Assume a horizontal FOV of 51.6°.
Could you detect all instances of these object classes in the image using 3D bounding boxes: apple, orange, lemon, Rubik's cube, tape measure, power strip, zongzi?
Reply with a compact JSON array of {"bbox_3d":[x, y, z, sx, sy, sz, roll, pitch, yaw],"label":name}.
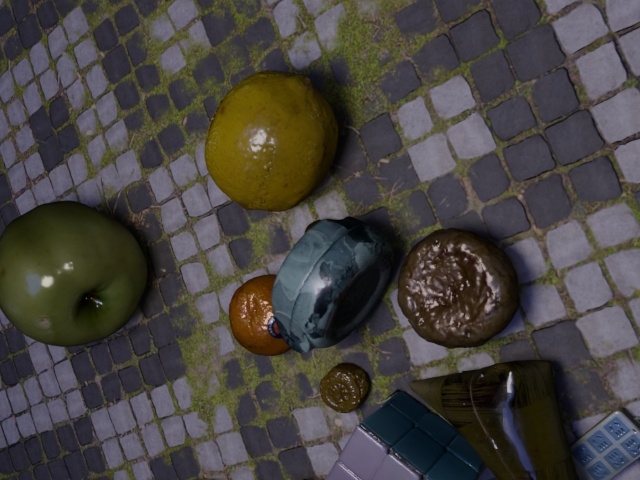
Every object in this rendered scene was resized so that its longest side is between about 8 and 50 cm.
[{"bbox_3d":[-0.610,0.077,1.600,0.357,0.357,0.357,3,97,30],"label":"apple"},{"bbox_3d":[-0.110,0.160,1.424,0.177,0.155,0.178,1,93,22],"label":"orange"},{"bbox_3d":[-0.094,-0.198,1.317,0.258,0.258,0.310,41,126,20],"label":"lemon"},{"bbox_3d":[0.153,0.461,1.259,0.224,0.231,0.221,33,110,22],"label":"Rubik's cube"},{"bbox_3d":[0.018,0.084,1.282,0.147,0.256,0.275,33,116,23],"label":"tape measure"},{"bbox_3d":[0.491,0.376,1.167,0.081,0.035,0.192,48,115,17],"label":"power strip"},{"bbox_3d":[0.306,0.371,1.219,0.300,0.145,0.274,-22,74,43],"label":"zongzi"}]

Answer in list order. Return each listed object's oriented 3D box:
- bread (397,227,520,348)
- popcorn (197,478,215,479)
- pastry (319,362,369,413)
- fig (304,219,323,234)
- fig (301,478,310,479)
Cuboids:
[{"bbox_3d":[0.255,0.086,1.224,0.230,0.123,0.230,4,97,35],"label":"bread"},{"bbox_3d":[-0.276,0.723,1.539,0.173,0.225,0.286,-19,87,27],"label":"popcorn"},{"bbox_3d":[0.052,0.312,1.405,0.109,0.057,0.097,-38,82,30],"label":"pastry"},{"bbox_3d":[0.000,0.000,1.393,0.074,0.074,0.088,27,131,25],"label":"fig"},{"bbox_3d":[-0.054,0.616,1.430,0.205,0.205,0.205,3,97,30],"label":"fig"}]
